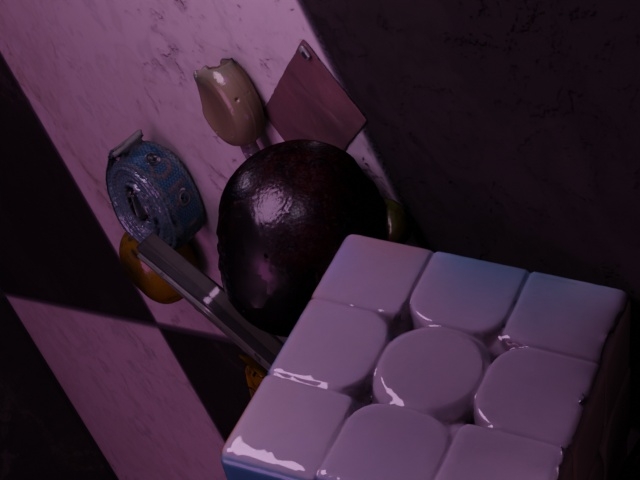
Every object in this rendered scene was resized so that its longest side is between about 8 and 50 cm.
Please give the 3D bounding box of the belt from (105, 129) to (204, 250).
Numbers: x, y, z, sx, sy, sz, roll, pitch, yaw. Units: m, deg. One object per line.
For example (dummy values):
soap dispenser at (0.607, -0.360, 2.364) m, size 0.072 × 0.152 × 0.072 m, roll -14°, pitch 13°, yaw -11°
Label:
belt at (-0.235, -0.062, 1.816) m, size 0.147 × 0.082 × 0.163 m, roll 36°, pitch 146°, yaw 10°

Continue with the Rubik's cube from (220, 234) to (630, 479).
Rubik's cube at (0.116, 0.211, 1.189) m, size 0.290 × 0.291 × 0.292 m, roll 12°, pitch 138°, yaw 23°

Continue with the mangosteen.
mangosteen at (-0.009, -0.007, 1.365) m, size 0.216 × 0.216 × 0.216 m, roll 41°, pitch 152°, yaw 27°

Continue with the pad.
pad at (-0.012, -0.139, 1.410) m, size 0.113 × 0.006 × 0.188 m, roll 52°, pitch 156°, yaw 5°

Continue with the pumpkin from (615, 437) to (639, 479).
pumpkin at (0.363, 0.323, 1.165) m, size 0.169 × 0.148 × 0.312 m, roll 30°, pitch 150°, yaw 49°

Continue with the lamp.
lamp at (-0.116, 0.111, 1.732) m, size 0.269 × 0.047 × 0.266 m, roll 45°, pitch 172°, yaw -31°

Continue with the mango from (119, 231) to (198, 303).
mango at (-0.251, 0.043, 1.963) m, size 0.137 × 0.098 × 0.195 m, roll 42°, pitch 158°, yaw 18°

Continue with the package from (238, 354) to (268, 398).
package at (-0.080, 0.227, 1.947) m, size 0.071 × 0.047 × 0.131 m, roll 33°, pitch 147°, yaw 43°

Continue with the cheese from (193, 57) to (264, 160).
cheese at (-0.101, -0.141, 1.517) m, size 0.092 × 0.047 × 0.171 m, roll 36°, pitch 152°, yaw 42°
